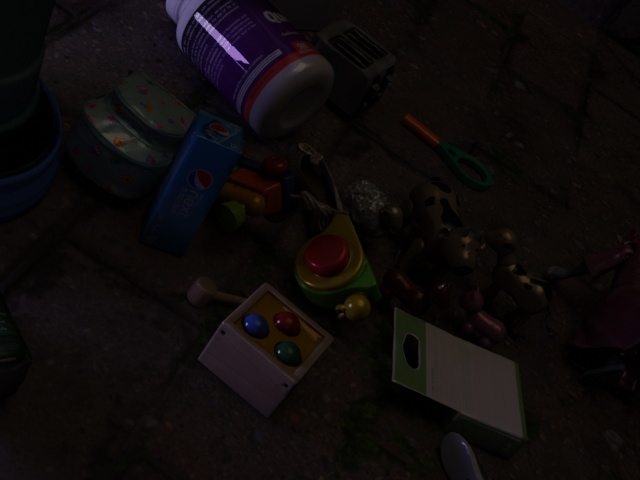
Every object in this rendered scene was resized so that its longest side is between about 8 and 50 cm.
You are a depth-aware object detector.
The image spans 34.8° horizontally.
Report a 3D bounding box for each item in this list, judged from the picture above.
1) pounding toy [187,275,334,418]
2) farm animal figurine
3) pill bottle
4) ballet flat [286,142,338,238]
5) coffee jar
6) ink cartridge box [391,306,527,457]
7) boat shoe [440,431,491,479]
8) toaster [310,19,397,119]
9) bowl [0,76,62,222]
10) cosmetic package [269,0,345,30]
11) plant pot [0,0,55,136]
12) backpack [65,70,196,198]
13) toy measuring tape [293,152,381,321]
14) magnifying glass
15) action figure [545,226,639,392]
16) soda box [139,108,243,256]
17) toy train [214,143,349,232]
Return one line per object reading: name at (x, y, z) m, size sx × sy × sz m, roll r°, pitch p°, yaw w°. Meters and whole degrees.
pounding toy at (-0.090, 0.109, 1.418) m, size 0.206 × 0.094 × 0.181 m, roll 39°, pitch 34°, yaw 5°
farm animal figurine at (0.230, 0.018, 1.732) m, size 0.330 × 0.172 × 0.327 m, roll 4°, pitch 45°, yaw -37°
pill bottle at (-0.136, -0.350, 1.853) m, size 0.323 × 0.181 × 0.181 m, roll 48°, pitch 36°, yaw 17°
ballet flat at (-0.004, -0.091, 1.764) m, size 0.084 × 0.058 × 0.250 m, roll 16°, pitch 38°, yaw -27°
coffee jar at (-0.401, 0.091, 1.171) m, size 0.079 × 0.096 × 0.184 m, roll -4°, pitch 51°, yaw -42°
ink cartridge box at (0.203, 0.217, 1.574) m, size 0.235 × 0.056 × 0.171 m, roll 23°, pitch 35°, yaw -12°
boat shoe at (0.216, 0.339, 1.453) m, size 0.040 × 0.049 × 0.142 m, roll 24°, pitch 32°, yaw -50°
toaster at (0.049, -0.354, 2.081) m, size 0.185 × 0.110 × 0.168 m, roll 40°, pitch 33°, yaw 7°
bowl at (-0.540, -0.182, 1.399) m, size 0.391 × 0.077 × 0.391 m, roll 23°, pitch 36°, yaw -18°
cosmetic package at (-0.104, -0.565, 2.114) m, size 0.385 × 0.217 × 0.156 m, roll -6°, pitch 52°, yaw -47°
plant pot at (-0.474, -0.364, 1.310) m, size 0.341 × 0.334 × 0.341 m, roll 23°, pitch 35°, yaw -17°
backpack at (-0.282, -0.156, 1.534) m, size 0.166 × 0.144 × 0.188 m, roll 42°, pitch 37°, yaw 0°
toy measuring tape at (0.000, 0.000, 1.607) m, size 0.121 × 0.121 × 0.330 m, roll 9°, pitch 43°, yaw -33°
magnifying glass at (0.265, -0.185, 2.143) m, size 0.231 × 0.026 × 0.092 m, roll 42°, pitch 35°, yaw 6°
action figure at (0.571, 0.095, 1.869) m, size 0.248 × 0.276 × 0.370 m, roll 25°, pitch 49°, yaw -5°
soda box at (-0.185, -0.078, 1.457) m, size 0.071 × 0.210 × 0.067 m, roll 21°, pitch 37°, yaw -19°
toy train at (-0.097, -0.056, 1.546) m, size 0.248 × 0.105 × 0.143 m, roll 22°, pitch 39°, yaw 31°
